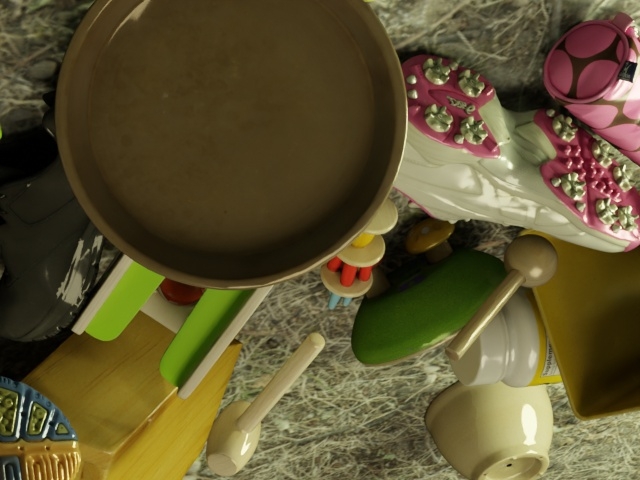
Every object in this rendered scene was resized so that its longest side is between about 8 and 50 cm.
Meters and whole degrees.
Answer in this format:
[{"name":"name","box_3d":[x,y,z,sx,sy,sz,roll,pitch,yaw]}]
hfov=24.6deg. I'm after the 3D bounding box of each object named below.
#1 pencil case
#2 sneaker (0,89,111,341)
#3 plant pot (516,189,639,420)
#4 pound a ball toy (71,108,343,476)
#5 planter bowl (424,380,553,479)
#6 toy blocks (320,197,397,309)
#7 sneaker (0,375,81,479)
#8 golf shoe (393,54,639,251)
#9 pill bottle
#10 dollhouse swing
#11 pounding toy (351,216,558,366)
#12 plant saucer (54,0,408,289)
[{"name":"pencil case","box_3d":[0.301,-0.132,1.387,0.209,0.095,0.098,29,97,-49]},{"name":"sneaker","box_3d":[-0.240,-0.027,1.280,0.130,0.109,0.286,17,124,-28]},{"name":"plant pot","box_3d":[0.368,0.048,1.527,0.187,0.212,0.212,-16,177,-37]},{"name":"pound a ball toy","box_3d":[-0.072,0.032,1.327,0.208,0.135,0.319,33,118,-7]},{"name":"planter bowl","box_3d":[0.223,0.247,1.837,0.162,0.109,0.162,-12,145,-9]},{"name":"toy blocks","box_3d":[0.000,0.000,1.409,0.123,0.054,0.148,27,140,7]},{"name":"sneaker","box_3d":[-0.331,0.166,1.083,0.297,0.111,0.131,2,156,-28]},{"name":"golf shoe","box_3d":[0.166,-0.062,1.378,0.306,0.115,0.140,27,140,-21]},{"name":"pill bottle","box_3d":[0.253,0.102,1.647,0.209,0.119,0.119,-5,142,-18]},{"name":"dollhouse swing","box_3d":[-0.311,0.177,1.540,0.315,0.305,0.346,-46,165,-41]},{"name":"pounding toy","box_3d":[0.106,0.034,1.485,0.183,0.110,0.237,-36,-168,-27]},{"name":"plant saucer","box_3d":[-0.070,-0.099,1.167,0.278,0.041,0.277,0,101,-2]}]
